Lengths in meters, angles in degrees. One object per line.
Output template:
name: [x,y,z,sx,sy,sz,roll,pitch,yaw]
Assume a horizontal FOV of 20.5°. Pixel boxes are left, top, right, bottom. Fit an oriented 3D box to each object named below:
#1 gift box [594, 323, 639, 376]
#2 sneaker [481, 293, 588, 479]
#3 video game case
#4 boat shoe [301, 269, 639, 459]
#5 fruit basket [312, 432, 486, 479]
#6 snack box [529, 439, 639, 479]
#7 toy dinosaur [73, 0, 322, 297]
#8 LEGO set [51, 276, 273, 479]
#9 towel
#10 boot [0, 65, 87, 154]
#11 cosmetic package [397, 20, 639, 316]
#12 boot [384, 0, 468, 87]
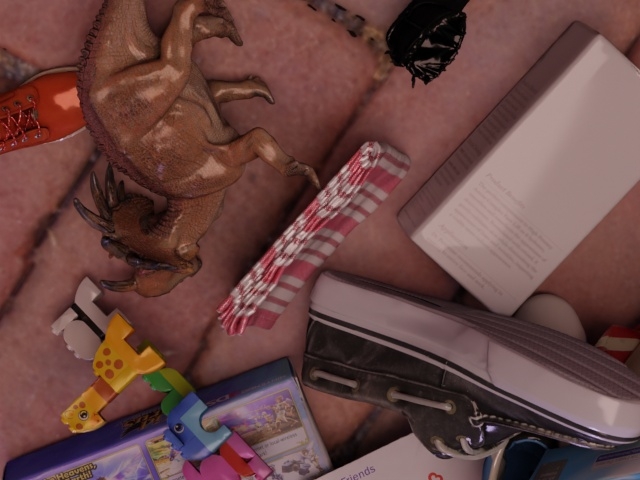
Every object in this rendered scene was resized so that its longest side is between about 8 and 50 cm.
gift box: [0.382,0.145,1.461,0.276,0.258,0.255,-42,105,-22]
sneaker: [0.186,0.147,1.491,0.085,0.086,0.237,9,62,4]
video game case: [-0.108,0.261,1.559,0.269,0.061,0.244,-20,109,0]
boat shoe: [0.121,0.120,1.432,0.121,0.335,0.119,4,101,-46]
fruit basket: [0.196,0.308,1.542,0.327,0.165,0.353,-23,99,-13]
snack box: [0.323,0.282,1.394,0.187,0.060,0.322,-21,114,46]
toy dinosaur: [-0.135,-0.087,1.416,0.200,0.127,0.296,-28,110,0]
LEGO set: [-0.153,0.138,1.455,0.093,0.087,0.227,-44,81,-4]
towel: [0.000,0.000,1.454,0.029,0.144,0.197,43,98,9]
boot: [-0.242,-0.095,1.429,0.158,0.084,0.059,-19,105,-3]
cosmetic package: [0.184,-0.059,1.487,0.117,0.085,0.231,42,96,-16]
boot: [0.098,-0.184,1.431,0.045,0.099,0.121,36,100,-16]
